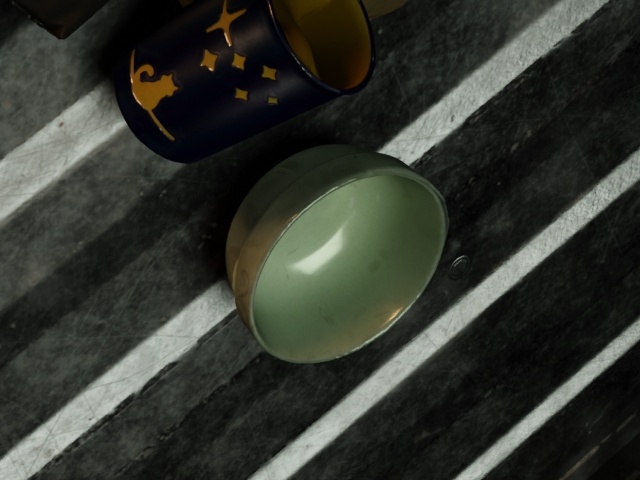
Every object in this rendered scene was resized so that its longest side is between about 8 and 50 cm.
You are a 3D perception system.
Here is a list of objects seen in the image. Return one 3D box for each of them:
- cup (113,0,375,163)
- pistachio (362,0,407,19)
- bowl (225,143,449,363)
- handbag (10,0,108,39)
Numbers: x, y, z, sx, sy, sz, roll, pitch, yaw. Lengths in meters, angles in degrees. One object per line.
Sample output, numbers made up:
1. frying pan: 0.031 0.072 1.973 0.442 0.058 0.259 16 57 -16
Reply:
1. cup: -0.095 -0.237 1.795 0.256 0.255 0.178 -21 153 35
2. pistachio: 0.043 -0.344 1.857 0.260 0.212 0.163 67 38 -61
3. bowl: 0.000 0.000 2.115 0.307 0.163 0.307 -24 136 -25
4. handbag: -0.249 -0.344 1.646 0.247 0.080 0.223 -39 142 5
